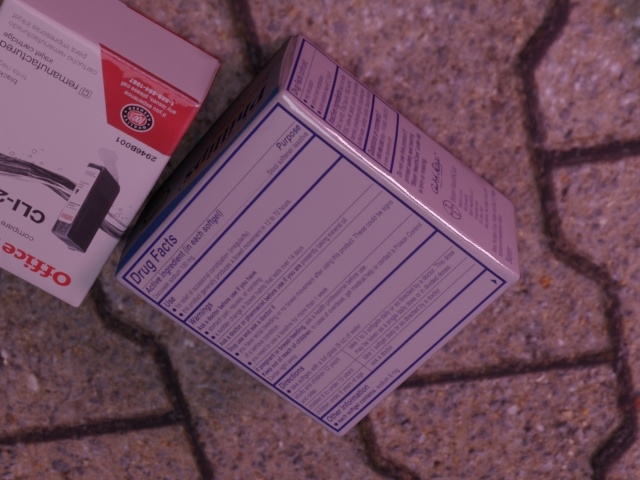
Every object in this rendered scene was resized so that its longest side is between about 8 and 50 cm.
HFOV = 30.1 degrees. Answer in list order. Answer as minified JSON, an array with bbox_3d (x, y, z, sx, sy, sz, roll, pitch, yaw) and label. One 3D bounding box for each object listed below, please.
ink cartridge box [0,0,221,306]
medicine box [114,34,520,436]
[{"bbox_3d":[-0.252,-0.097,1.150,0.197,0.114,0.273,30,120,-11],"label":"ink cartridge box"},{"bbox_3d":[0.000,0.000,1.156,0.289,0.149,0.263,37,118,-14],"label":"medicine box"}]
